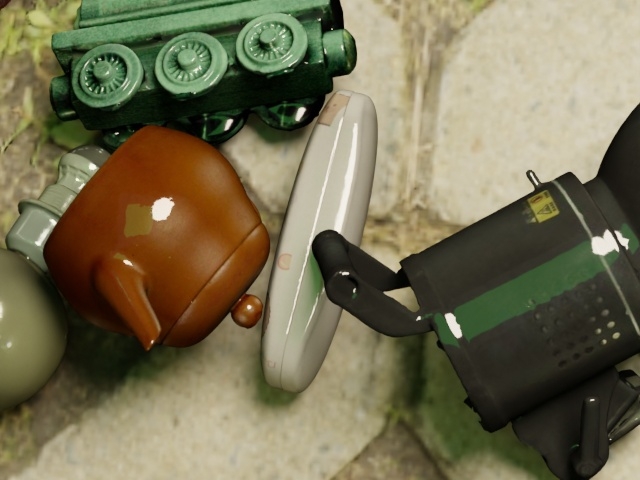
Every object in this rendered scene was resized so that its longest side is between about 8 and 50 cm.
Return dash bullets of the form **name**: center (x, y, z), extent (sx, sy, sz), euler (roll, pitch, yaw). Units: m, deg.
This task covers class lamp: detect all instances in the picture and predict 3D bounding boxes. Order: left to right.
- **lamp**: center (-0.158, 0.014, 1.021), extent (0.091, 0.091, 0.163), euler (27, 66, 14)
- **lamp**: center (0.135, 0.024, 0.943), extent (0.227, 0.147, 0.172), euler (-30, 108, 4)

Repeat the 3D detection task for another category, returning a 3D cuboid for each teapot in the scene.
- **teapot**: center (-0.072, 0.005, 0.973), extent (0.116, 0.173, 0.116), euler (7, 113, 16)

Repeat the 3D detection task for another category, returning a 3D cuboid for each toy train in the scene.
- **toy train**: center (-0.065, -0.109, 1.040), extent (0.170, 0.071, 0.111), euler (-8, 58, 8)

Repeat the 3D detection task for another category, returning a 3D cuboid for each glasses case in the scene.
- **glasses case**: center (0.000, 0.000, 1.004), extent (0.041, 0.063, 0.164), euler (12, 78, 7)

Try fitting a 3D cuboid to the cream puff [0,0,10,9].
- **cream puff**: center (-0.261, -0.292, 1.040), extent (0.350, 0.228, 0.350), euler (-2, 73, 6)
